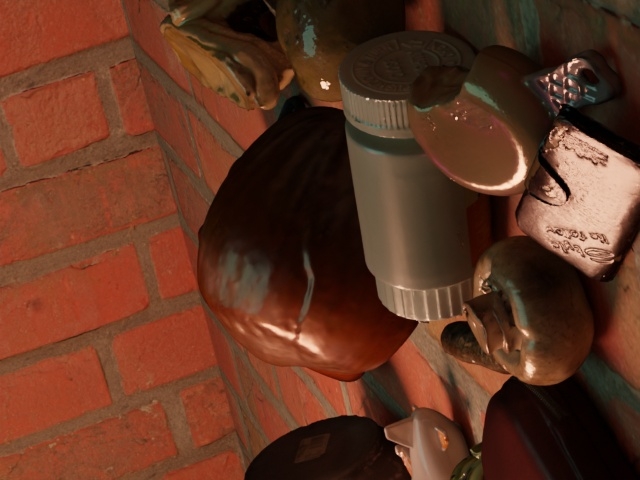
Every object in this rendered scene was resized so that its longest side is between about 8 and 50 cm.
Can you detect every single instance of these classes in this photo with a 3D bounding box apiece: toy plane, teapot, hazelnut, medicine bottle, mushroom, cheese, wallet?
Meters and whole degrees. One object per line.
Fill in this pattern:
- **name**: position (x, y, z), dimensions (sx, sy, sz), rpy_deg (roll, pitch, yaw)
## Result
- **toy plane**: position (0.170, 0.353, 2.254), dimensions (0.245, 0.117, 0.244), rpy_deg (161, 90, -75)
- **teapot**: position (0.054, 0.491, 2.624), dimensions (0.376, 0.306, 0.361), rpy_deg (-71, -39, -65)
- **hazelnut**: position (0.000, 0.000, 2.091), dimensions (0.372, 0.315, 0.372), rpy_deg (7, 99, 49)
- **medicine bottle**: position (0.117, -0.068, 1.796), dimensions (0.158, 0.158, 0.318), rpy_deg (-127, 23, -52)
- **mushroom**: position (0.219, 0.078, 1.663), dimensions (0.166, 0.127, 0.166), rpy_deg (162, 90, -83)
- **cheese**: position (0.196, -0.132, 1.525), dimensions (0.163, 0.082, 0.286), rpy_deg (47, 153, -8)
- **wallet**: position (0.251, -0.039, 1.471), dimensions (0.122, 0.031, 0.232), rpy_deg (32, 157, 11)

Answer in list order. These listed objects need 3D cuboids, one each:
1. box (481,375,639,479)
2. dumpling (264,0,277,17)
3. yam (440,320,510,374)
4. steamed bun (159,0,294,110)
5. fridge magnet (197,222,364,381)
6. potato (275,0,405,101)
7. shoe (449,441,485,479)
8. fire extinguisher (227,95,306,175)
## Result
- **box**: position (0.300, 0.337, 1.735), dimensions (0.263, 0.108, 0.404), rpy_deg (89, 158, -51)
- **dumpling**: position (-0.071, -0.413, 2.219), dimensions (0.166, 0.086, 0.332), rpy_deg (33, -155, -55)
- **yam**: position (0.206, 0.130, 1.930), dimensions (0.274, 0.061, 0.061), rpy_deg (-179, 71, -76)
- **steamed bun**: position (-0.148, -0.358, 2.474), dimensions (0.247, 0.189, 0.428), rpy_deg (44, 176, -19)
- **fridge magnet**: position (-0.056, 0.091, 2.541), dimensions (0.363, 0.155, 0.363), rpy_deg (42, 170, 9)
- **potato**: position (0.028, -0.281, 1.836), dimensions (0.178, 0.160, 0.235), rpy_deg (-146, 60, -71)
- **shoe**: position (0.240, 0.384, 1.963), dimensions (0.128, 0.140, 0.262), rpy_deg (86, 164, -65)
- **fire extinguisher**: position (-0.077, -0.127, 2.567), dimensions (0.376, 0.113, 0.200), rpy_deg (-170, 62, -75)
